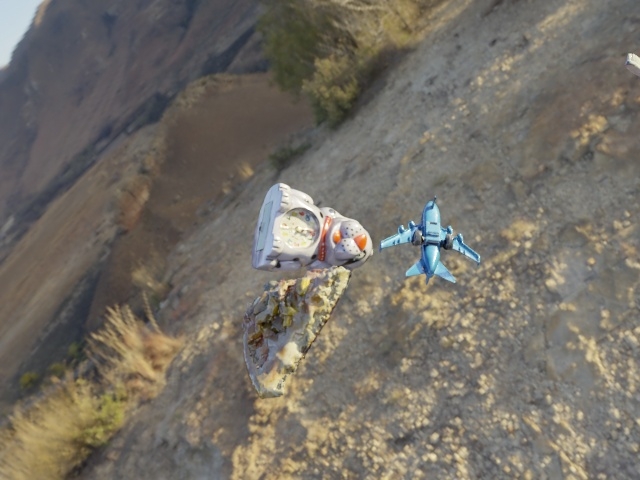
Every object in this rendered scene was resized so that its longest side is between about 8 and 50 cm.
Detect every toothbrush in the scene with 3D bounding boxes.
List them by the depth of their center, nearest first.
[{"bbox_3d":[0.767,-0.346,1.607,0.025,0.307,0.029,-2,73,50],"label":"toothbrush"}]

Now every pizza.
[{"bbox_3d":[-0.038,0.095,0.920,0.195,0.052,0.185,-44,36,21],"label":"pizza"}]

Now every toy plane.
[{"bbox_3d":[0.280,-0.006,1.813,0.105,0.254,0.271,97,-179,-54],"label":"toy plane"}]

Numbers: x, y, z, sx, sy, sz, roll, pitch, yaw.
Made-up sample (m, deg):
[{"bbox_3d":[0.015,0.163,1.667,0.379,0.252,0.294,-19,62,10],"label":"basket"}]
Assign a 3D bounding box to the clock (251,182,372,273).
[{"bbox_3d":[-0.002,-0.001,1.503,0.189,0.254,0.189,-165,90,-76],"label":"clock"}]
